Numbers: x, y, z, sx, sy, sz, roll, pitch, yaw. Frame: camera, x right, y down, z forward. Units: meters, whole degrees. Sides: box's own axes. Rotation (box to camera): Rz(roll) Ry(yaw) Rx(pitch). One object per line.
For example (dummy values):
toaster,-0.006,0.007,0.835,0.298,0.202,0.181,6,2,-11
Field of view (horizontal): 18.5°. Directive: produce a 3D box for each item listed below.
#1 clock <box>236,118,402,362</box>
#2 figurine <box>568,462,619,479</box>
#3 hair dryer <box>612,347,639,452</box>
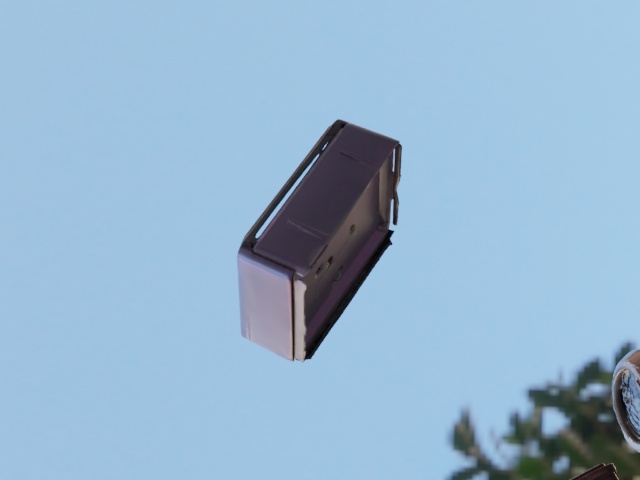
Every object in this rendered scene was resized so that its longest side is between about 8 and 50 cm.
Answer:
clock,0.001,0.000,1.821,0.193,0.073,0.145,-54,-22,-35
figurine,0.320,0.329,2.144,0.154,0.082,0.098,65,-170,18
hair dryer,0.360,0.021,1.811,0.189,0.107,0.344,-10,-76,-16
